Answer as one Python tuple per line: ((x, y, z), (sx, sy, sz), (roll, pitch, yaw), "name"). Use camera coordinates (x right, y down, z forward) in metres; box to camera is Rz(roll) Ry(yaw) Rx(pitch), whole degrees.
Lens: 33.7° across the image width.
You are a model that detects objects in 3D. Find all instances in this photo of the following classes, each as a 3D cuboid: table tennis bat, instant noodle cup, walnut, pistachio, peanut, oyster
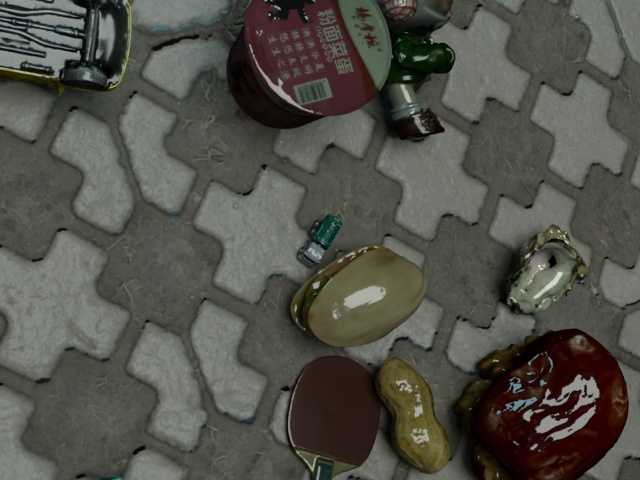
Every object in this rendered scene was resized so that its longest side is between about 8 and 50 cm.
((0.012, 0.310, 1.609), (0.154, 0.021, 0.274), (19, 71, -19), "table tennis bat")
((-0.033, -0.280, 1.613), (0.235, 0.178, 0.234), (4, 79, -23), "instant noodle cup")
((0.339, 0.266, 1.670), (0.269, 0.221, 0.244), (-35, 63, -17), "walnut")
((0.064, 0.087, 1.615), (0.215, 0.144, 0.144), (-24, 90, -20), "pistachio")
((0.139, 0.272, 1.638), (0.089, 0.089, 0.192), (-18, 83, -26), "peanut")
((0.381, 0.053, 1.801), (0.191, 0.081, 0.163), (18, 97, -35), "oyster")

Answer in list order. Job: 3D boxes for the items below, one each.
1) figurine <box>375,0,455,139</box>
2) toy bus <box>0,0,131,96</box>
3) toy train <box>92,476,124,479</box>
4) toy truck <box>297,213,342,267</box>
((0.139, -0.351, 1.710), (0.281, 0.167, 0.370), (-25, 108, -68), "figurine")
((-0.434, -0.289, 1.455), (0.330, 0.152, 0.144), (8, 82, -20), "toy bus")
((-0.290, 0.411, 1.413), (0.154, 0.107, 0.198), (-28, 92, -33), "toy train")
((0.000, 0.000, 1.649), (0.039, 0.044, 0.083), (36, 68, -11), "toy truck")
